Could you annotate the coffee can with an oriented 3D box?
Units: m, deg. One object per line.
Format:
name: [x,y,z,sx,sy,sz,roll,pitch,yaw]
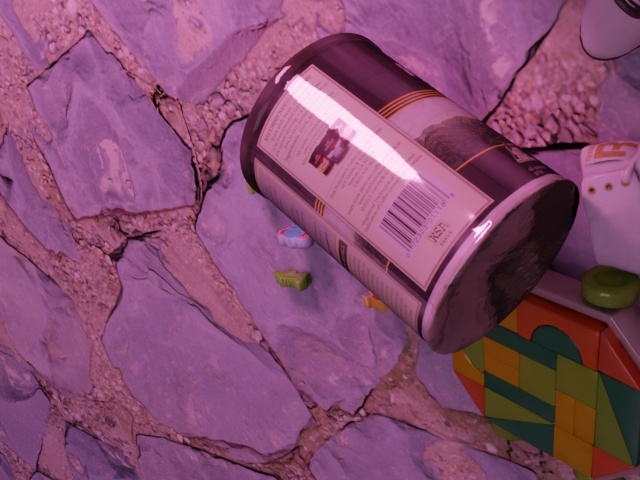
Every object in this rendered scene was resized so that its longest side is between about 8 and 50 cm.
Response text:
coffee can: [0.082,-0.051,0.827,0.275,0.201,0.202,42,138,29]

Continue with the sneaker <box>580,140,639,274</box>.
sneaker: [0.309,-0.080,0.724,0.169,0.108,0.293,15,127,29]

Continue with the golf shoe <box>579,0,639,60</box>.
golf shoe: [0.269,-0.218,0.677,0.077,0.094,0.198,42,138,8]

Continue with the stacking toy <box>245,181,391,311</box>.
stacking toy: [0.000,0.000,1.080,0.221,0.052,0.167,6,120,38]

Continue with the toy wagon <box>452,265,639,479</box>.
toy wagon: [0.283,0.147,0.891,0.344,0.068,0.267,25,133,45]
